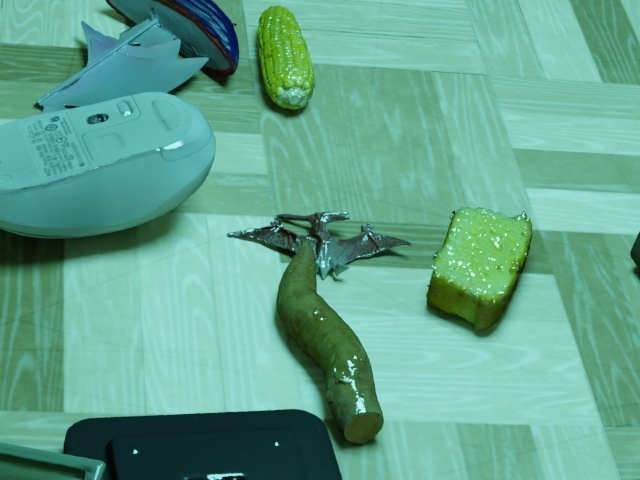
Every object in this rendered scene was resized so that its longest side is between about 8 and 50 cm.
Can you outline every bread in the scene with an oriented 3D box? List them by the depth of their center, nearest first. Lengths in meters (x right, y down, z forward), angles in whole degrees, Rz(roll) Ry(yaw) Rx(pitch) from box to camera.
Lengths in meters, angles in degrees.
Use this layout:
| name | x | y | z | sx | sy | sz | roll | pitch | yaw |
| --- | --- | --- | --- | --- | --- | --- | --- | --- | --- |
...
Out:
| name | x | y | z | sx | sy | sz | roll | pitch | yaw |
| --- | --- | --- | --- | --- | --- | --- | --- | --- | --- |
| bread | 0.186 | 0.027 | 2.007 | 0.103 | 0.065 | 0.187 | 16 | 41 | 7 |

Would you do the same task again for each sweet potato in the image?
| name | x | y | z | sx | sy | sz | roll | pitch | yaw |
| --- | --- | --- | --- | --- | --- | --- | --- | --- | --- |
| sweet potato | 0.000 | 0.100 | 1.872 | 0.059 | 0.067 | 0.281 | 35 | 18 | -44 |

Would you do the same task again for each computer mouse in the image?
| name | x | y | z | sx | sy | sz | roll | pitch | yaw |
| --- | --- | --- | --- | --- | --- | --- | --- | --- | --- |
| computer mouse | -0.265 | -0.076 | 1.979 | 0.297 | 0.121 | 0.184 | -20 | 40 | -15 |

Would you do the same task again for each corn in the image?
| name | x | y | z | sx | sy | sz | roll | pitch | yaw |
| --- | --- | --- | --- | --- | --- | --- | --- | --- | --- |
| corn | -0.047 | -0.243 | 2.273 | 0.067 | 0.067 | 0.206 | 3 | 38 | -11 |

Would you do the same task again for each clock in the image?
| name | x | y | z | sx | sy | sz | roll | pitch | yaw |
| --- | --- | --- | --- | --- | --- | --- | --- | --- | --- |
| clock | -0.101 | 0.268 | 1.657 | 0.273 | 0.049 | 0.279 | -2 | 41 | -15 |

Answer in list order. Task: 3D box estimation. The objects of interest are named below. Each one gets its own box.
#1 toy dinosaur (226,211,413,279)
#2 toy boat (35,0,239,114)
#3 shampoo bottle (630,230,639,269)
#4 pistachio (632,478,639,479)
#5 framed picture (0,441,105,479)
| name | x | y | z | sx | sy | sz | roll | pitch | yaw |
| --- | --- | --- | --- | --- | --- | --- | --- | --- | --- |
| toy dinosaur | 0.000 | 0.001 | 2.017 | 0.220 | 0.032 | 0.108 | 4 | 42 | -6 |
| toy boat | -0.221 | -0.233 | 2.221 | 0.219 | 0.072 | 0.318 | 14 | 42 | 7 |
| shampoo bottle | 0.517 | 0.092 | 1.994 | 0.125 | 0.084 | 0.350 | -23 | 50 | -31 |
| pistachio | 0.359 | 0.309 | 1.629 | 0.288 | 0.166 | 0.197 | 0 | 39 | -18 |
| framed picture | -0.393 | 0.339 | 1.486 | 0.326 | 0.028 | 0.446 | 12 | 44 | 1 |
